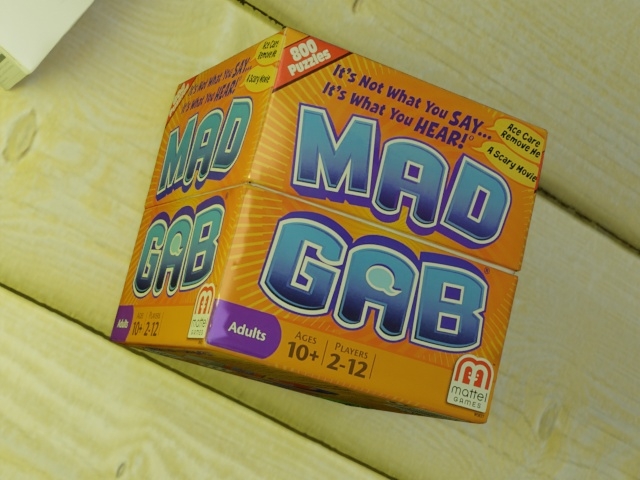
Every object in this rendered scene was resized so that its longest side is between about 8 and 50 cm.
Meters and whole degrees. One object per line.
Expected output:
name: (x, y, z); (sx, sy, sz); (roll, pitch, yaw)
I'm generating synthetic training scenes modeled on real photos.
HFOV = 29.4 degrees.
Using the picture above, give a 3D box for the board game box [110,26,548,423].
board game box: (0.000, 0.000, 1.488); (0.356, 0.356, 0.356); (18, 79, -24)

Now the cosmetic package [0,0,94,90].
cosmetic package: (-0.377, -0.342, 1.452); (0.224, 0.138, 0.224); (43, 70, -18)
